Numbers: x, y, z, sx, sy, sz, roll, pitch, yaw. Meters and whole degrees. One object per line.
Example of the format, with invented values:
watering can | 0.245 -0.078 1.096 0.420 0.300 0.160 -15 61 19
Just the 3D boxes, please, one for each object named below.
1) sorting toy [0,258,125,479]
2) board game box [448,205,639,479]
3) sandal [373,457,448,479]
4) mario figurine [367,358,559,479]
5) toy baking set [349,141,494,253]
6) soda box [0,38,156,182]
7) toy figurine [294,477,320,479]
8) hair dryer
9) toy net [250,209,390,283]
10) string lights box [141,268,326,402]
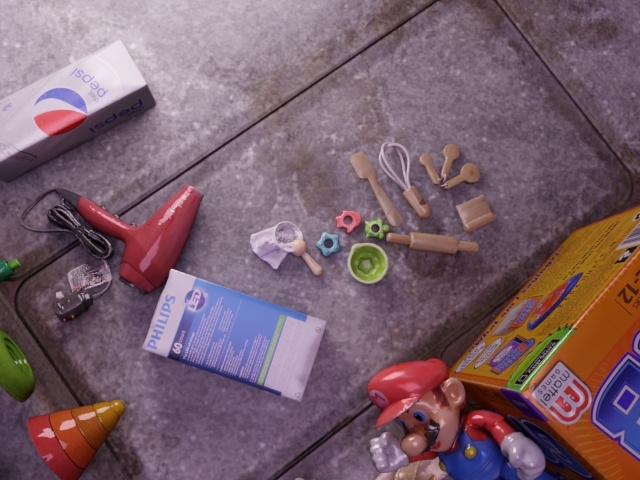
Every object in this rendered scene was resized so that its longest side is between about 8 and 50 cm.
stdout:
sorting toy | -0.421 0.181 0.987 0.126 0.127 0.366 -32 87 -14
board game box | 0.461 0.199 0.929 0.356 0.356 0.356 44 81 3
sandal | 0.156 0.382 1.021 0.240 0.079 0.088 -40 87 -8
mario figurine | 0.188 0.310 0.919 0.320 0.170 0.198 42 94 -1
toy baking set | 0.173 -0.074 1.108 0.256 0.030 0.197 2 74 -12
soda box | -0.419 -0.207 1.050 0.286 0.098 0.091 -30 86 -8
toy figurine | -0.049 0.468 0.959 0.209 0.148 0.213 -7 82 -5
hair dryer | -0.324 -0.015 1.040 0.293 0.080 0.224 -20 83 -7
toy net | 0.000 0.000 1.079 0.232 0.045 0.122 9 82 -3
string lights box | -0.134 0.151 1.032 0.259 0.077 0.134 19 81 -1
